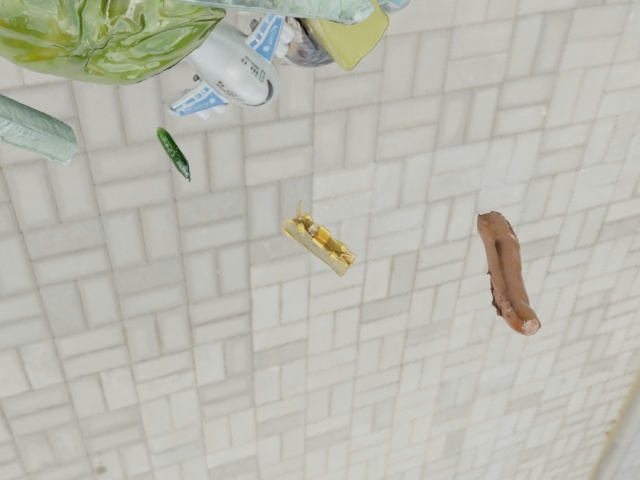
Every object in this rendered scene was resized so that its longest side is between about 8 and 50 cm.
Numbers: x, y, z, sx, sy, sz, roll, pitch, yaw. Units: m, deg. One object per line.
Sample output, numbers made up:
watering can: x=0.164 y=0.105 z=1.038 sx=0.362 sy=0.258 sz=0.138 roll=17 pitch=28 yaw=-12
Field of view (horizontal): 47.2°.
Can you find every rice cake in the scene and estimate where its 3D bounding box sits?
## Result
rice cake: x=-0.046 y=-0.189 z=0.551 sx=0.211 sy=0.043 sz=0.034 roll=-7 pitch=109 yaw=-41
rice cake: x=-0.234 y=-0.089 z=0.569 sx=0.029 sy=0.033 sz=0.171 roll=-31 pitch=174 yaw=4

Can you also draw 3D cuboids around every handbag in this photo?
handbag: x=0.000 y=0.000 z=0.751 sx=0.027 sy=0.083 sz=0.061 roll=-50 pitch=175 yaw=-12

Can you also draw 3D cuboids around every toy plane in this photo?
toy plane: x=-0.165 y=-0.311 z=1.267 sx=0.267 sy=0.122 sz=0.266 roll=-17 pitch=145 yaw=-13

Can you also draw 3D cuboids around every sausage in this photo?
sausage: x=0.354 y=0.060 z=1.391 sx=0.078 sy=0.304 sz=0.078 roll=-1 pitch=138 yaw=-1

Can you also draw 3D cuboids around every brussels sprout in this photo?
brussels sprout: x=-0.320 y=-0.390 z=0.960 sx=0.426 sy=0.342 sz=0.361 roll=11 pitch=142 yaw=-18

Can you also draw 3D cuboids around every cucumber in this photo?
cucumber: x=-0.350 y=-0.206 z=1.765 sx=0.037 sy=0.155 sz=0.037 roll=-32 pitch=177 yaw=-2

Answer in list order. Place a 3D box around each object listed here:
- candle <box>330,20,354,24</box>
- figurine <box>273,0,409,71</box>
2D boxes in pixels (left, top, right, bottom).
candle: x=0.028 y=-0.580 z=1.332 sx=0.221 sy=0.221 sz=0.342 roll=3 pitch=122 yaw=-30
figurine: x=-0.002 y=-0.588 z=1.817 sx=0.361 sy=0.378 sz=0.266 roll=-36 pitch=120 yaw=-25
